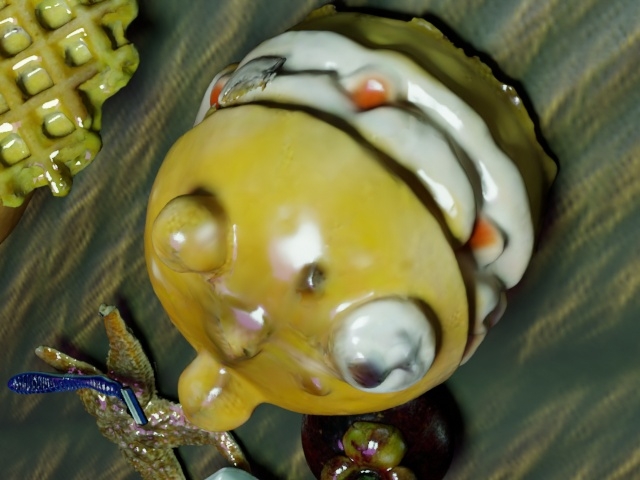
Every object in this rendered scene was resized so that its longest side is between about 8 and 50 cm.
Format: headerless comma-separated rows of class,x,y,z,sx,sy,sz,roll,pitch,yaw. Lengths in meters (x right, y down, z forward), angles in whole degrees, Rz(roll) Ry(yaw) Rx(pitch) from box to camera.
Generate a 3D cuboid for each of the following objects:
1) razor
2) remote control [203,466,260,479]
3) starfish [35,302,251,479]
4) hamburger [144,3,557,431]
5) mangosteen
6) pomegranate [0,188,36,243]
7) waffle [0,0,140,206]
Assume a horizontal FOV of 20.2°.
razor,-0.213,0.131,1.581,0.154,0.028,0.044,5,132,35
remote control,-0.036,0.255,1.584,0.166,0.029,0.065,35,138,-16
starfish,-0.146,0.160,1.616,0.247,0.050,0.138,48,139,-16
hamburger,0.000,0.000,1.219,0.276,0.237,0.276,23,138,22
mangosteen,0.042,0.162,1.393,0.140,0.140,0.140,22,135,24
pomegranate,-0.325,-0.075,1.441,0.209,0.209,0.209,22,135,24
waffle,-0.253,-0.147,1.319,0.254,0.245,0.052,17,170,13
